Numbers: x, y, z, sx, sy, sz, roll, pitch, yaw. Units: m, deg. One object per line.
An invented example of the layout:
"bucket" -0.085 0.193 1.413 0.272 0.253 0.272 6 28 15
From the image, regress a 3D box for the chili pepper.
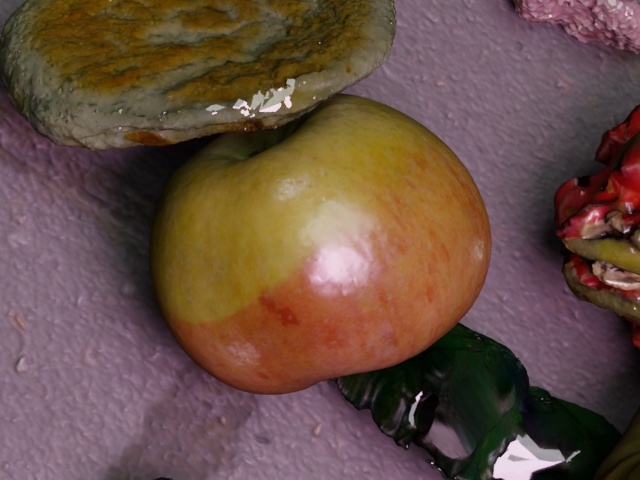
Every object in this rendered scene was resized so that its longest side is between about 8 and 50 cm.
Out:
"chili pepper" 0.134 0.145 1.509 0.264 0.116 0.148 38 64 -4

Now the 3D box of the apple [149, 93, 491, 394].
"apple" 0.000 0.000 1.441 0.261 0.261 0.194 -30 110 -23

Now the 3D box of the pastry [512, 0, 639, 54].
"pastry" 0.192 -0.270 1.664 0.112 0.103 0.265 -23 80 -15

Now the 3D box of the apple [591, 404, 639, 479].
"apple" 0.347 0.242 1.437 0.312 0.320 0.360 -34 109 10

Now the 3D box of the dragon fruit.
"dragon fruit" 0.313 -0.019 1.543 0.303 0.231 0.237 -20 57 -31

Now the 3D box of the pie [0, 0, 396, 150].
"pie" -0.087 -0.157 1.487 0.323 0.070 0.323 -5 36 4

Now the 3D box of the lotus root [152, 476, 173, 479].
"lotus root" -0.074 0.302 1.387 0.154 0.154 0.278 -24 81 -22
